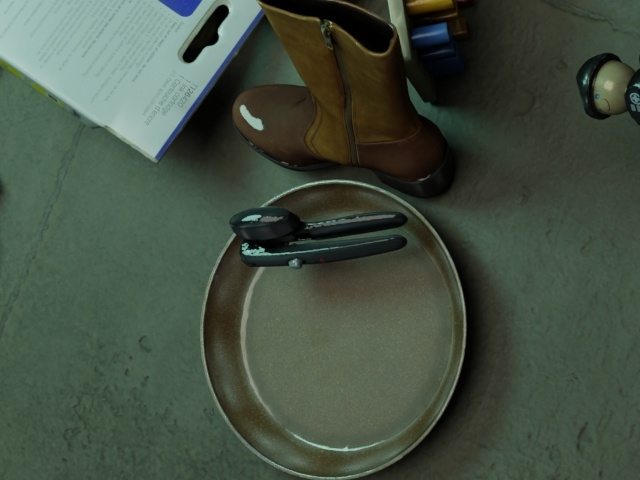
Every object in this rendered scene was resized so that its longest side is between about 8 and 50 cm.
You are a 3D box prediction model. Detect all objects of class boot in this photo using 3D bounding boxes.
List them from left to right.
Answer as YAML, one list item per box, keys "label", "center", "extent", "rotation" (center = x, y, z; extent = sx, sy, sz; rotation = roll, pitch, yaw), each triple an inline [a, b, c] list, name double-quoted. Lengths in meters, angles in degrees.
- label: "boot"
  center: [-0.013, -0.151, 1.495]
  extent: [0.264, 0.280, 0.096]
  rotation: [27, 77, 28]

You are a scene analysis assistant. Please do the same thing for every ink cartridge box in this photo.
- label: "ink cartridge box"
  center: [-0.220, -0.285, 1.670]
  extent: [0.307, 0.072, 0.303]
  rotation: [36, 80, -4]

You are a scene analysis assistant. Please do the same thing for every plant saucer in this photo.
- label: "plant saucer"
  center: [0.017, 0.093, 1.592]
  extent: [0.311, 0.050, 0.310]
  rotation: [-3, 83, 27]

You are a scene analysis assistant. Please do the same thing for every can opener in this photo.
- label: "can opener"
  center: [0.000, 0.000, 1.554]
  extent: [0.186, 0.073, 0.059]
  rotation: [0, 76, 19]

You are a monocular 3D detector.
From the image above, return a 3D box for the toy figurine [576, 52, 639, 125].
- label: "toy figurine"
  center: [0.345, -0.185, 1.359]
  extent: [0.148, 0.210, 0.213]
  rotation: [17, 99, 45]

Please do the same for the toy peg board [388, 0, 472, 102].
- label: "toy peg board"
  center: [0.116, -0.239, 1.520]
  extent: [0.079, 0.161, 0.160]
  rotation: [-11, 79, 12]

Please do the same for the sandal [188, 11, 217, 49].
- label: "sandal"
  center: [-0.211, -0.316, 1.740]
  extent: [0.088, 0.079, 0.240]
  rotation: [-47, 66, 16]
